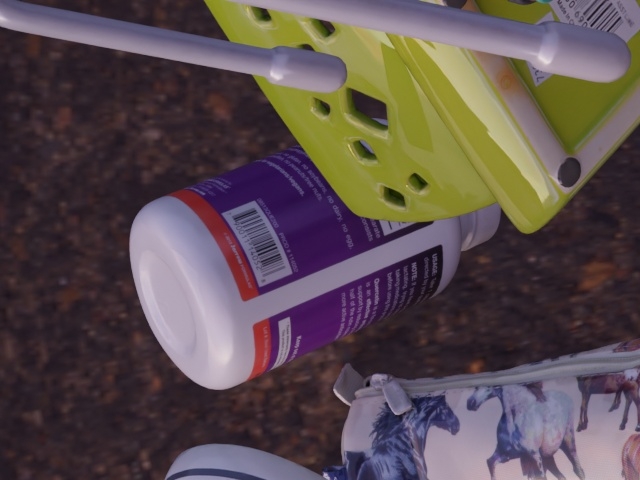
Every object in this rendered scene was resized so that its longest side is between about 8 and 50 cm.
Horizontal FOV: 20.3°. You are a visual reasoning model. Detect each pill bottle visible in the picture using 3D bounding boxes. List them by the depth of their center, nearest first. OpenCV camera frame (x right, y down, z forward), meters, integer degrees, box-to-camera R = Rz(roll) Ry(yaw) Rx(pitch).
[{"bbox_3d":[0.000,0.000,1.637,0.181,0.323,0.181,44,146,41],"label":"pill bottle"}]

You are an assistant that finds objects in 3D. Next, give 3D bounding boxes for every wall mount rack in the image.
[{"bbox_3d":[-0.070,-0.134,0.633,0.304,0.130,0.350,51,162,-21],"label":"wall mount rack"}]

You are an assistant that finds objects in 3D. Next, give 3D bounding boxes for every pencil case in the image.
[{"bbox_3d":[0.204,0.165,1.520,0.410,0.160,0.183,-15,123,35],"label":"pencil case"}]

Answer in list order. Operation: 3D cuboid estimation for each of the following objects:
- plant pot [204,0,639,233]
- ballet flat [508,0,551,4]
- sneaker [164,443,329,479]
[{"bbox_3d":[0.095,-0.149,1.070,0.227,0.228,0.207,-46,31,-17],"label":"plant pot"},{"bbox_3d":[0.081,-0.192,0.848,0.074,0.203,0.074,-5,56,8],"label":"ballet flat"},{"bbox_3d":[0.024,0.250,0.999,0.321,0.127,0.126,43,140,-18],"label":"sneaker"}]
